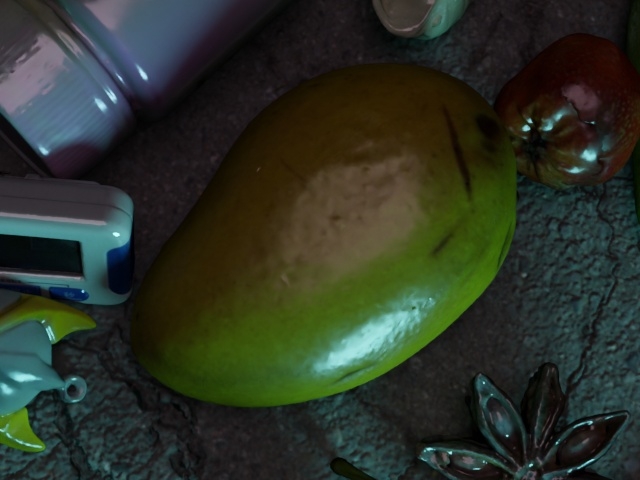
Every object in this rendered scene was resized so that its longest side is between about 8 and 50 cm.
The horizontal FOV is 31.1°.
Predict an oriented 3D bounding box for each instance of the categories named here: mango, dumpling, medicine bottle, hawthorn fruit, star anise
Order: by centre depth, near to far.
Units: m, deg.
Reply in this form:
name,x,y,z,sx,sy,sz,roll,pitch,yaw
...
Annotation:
name,x,y,z,sx,sy,sz,roll,pitch,yaw
mango,0.000,0.000,1.185,0.445,0.220,0.301,-32,85,-9
star anise,0.221,0.248,1.212,0.223,0.109,0.236,39,93,11
medicine bottle,-0.194,-0.248,1.217,0.219,0.219,0.388,44,77,4
hawthorn fruit,0.283,-0.141,1.283,0.173,0.179,0.173,7,108,21
dumpling,0.105,-0.298,1.327,0.134,0.100,0.169,35,73,17

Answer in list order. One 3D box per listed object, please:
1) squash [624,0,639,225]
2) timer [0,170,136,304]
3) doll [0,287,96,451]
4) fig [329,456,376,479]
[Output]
name,x,y,z,sx,sy,sz,roll,pitch,yaw
squash,0.405,-0.169,1.331,0.101,0.101,0.378,4,76,-6
timer,-0.316,-0.007,1.170,0.253,0.178,0.078,5,60,-6
doll,-0.370,0.094,1.143,0.316,0.103,0.145,27,53,-27
fig,0.035,0.333,1.154,0.142,0.148,0.186,34,77,-3
